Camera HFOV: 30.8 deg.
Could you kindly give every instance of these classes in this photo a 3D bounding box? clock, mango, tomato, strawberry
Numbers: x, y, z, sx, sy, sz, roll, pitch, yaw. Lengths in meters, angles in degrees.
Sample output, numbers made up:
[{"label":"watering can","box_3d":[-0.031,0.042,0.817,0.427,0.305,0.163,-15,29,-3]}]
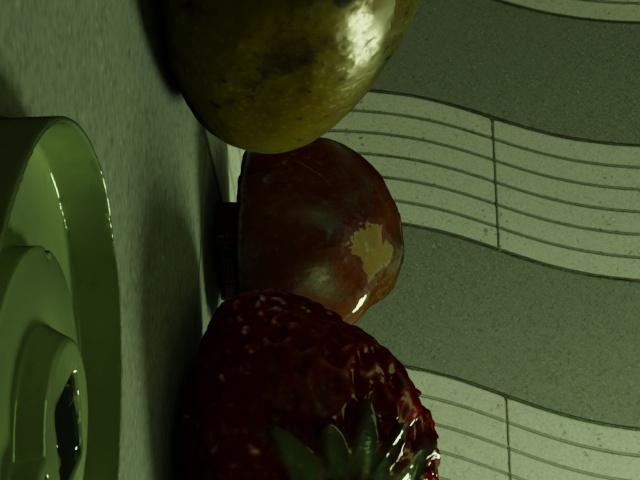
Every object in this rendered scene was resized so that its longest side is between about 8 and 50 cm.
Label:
[{"label":"clock","box_3d":[-0.103,0.071,0.431,0.235,0.029,0.235,0,90,-88]},{"label":"mango","box_3d":[-0.035,-0.156,0.780,0.176,0.175,0.329,-54,-178,-28]},{"label":"tomato","box_3d":[0.000,0.000,1.081,0.214,0.155,0.181,-86,172,-52]},{"label":"strawberry","box_3d":[-0.023,0.130,0.887,0.244,0.205,0.205,-123,-153,-55]}]

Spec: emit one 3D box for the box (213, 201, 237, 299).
[{"label":"box","box_3d":[-0.084,0.010,1.087,0.051,0.023,0.082,-90,179,-46]}]
